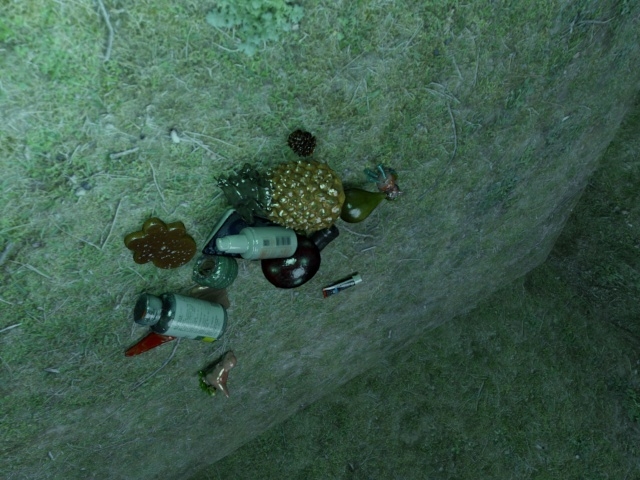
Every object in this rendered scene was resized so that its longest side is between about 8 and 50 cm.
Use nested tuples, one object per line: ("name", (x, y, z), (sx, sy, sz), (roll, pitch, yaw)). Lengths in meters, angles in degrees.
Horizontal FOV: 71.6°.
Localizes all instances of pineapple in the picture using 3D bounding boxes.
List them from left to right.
("pineapple", (-0.128, -0.127, 1.261), (0.357, 0.223, 0.223), (-3, 138, -24))

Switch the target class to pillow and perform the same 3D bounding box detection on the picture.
("pillow", (-0.401, 0.216, 1.635), (0.135, 0.034, 0.211), (-14, 142, -19))

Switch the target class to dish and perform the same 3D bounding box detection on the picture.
("dish", (-0.245, -0.032, 1.396), (0.243, 0.080, 0.182), (11, 127, -51))

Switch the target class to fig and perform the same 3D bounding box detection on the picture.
("fig", (0.144, -0.120, 1.548), (0.185, 0.126, 0.133), (2, 147, 11))

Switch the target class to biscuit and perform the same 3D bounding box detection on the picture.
("biscuit", (-0.461, 0.015, 1.305), (0.180, 0.039, 0.236), (-37, 149, 0))

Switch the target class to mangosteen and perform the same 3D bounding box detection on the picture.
("mangosteen", (-0.110, 0.060, 1.546), (0.216, 0.216, 0.216), (-23, 147, -16))

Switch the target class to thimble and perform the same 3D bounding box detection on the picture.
("thimble", (-0.341, 0.094, 1.438), (0.135, 0.118, 0.090), (-6, 158, 33))

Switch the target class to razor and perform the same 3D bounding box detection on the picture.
("razor", (0.000, 0.000, 1.683), (0.148, 0.054, 0.090), (-45, 146, 19))

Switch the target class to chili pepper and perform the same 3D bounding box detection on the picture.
("chili pepper", (-0.597, 0.358, 1.618), (0.272, 0.063, 0.071), (-27, 152, 12))

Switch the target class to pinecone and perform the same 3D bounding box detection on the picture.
("pinecone", (-0.054, -0.273, 1.254), (0.083, 0.077, 0.077), (6, 132, -31))

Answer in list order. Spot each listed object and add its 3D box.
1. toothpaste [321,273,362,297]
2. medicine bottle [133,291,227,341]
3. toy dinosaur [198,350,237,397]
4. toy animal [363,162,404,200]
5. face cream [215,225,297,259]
("toothpaste", (0.098, 0.209, 2.068), (0.193, 0.045, 0.071), (-23, 139, -5))
("medicine bottle", (-0.471, 0.256, 1.503), (0.293, 0.141, 0.141), (23, 118, -42))
("toy dinosaur", (-0.445, 0.625, 2.036), (0.177, 0.194, 0.152), (-22, 144, 23))
("toy animal", (0.236, -0.215, 1.595), (0.208, 0.100, 0.103), (27, 75, -52))
("face cream", (-0.196, 0.008, 1.326), (0.252, 0.101, 0.101), (-3, 137, -40))
